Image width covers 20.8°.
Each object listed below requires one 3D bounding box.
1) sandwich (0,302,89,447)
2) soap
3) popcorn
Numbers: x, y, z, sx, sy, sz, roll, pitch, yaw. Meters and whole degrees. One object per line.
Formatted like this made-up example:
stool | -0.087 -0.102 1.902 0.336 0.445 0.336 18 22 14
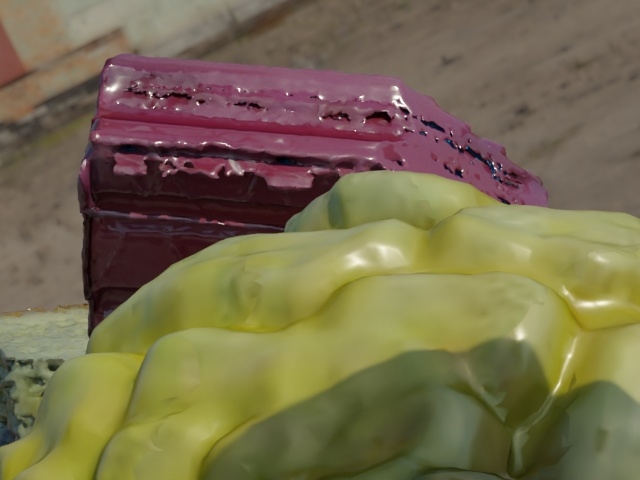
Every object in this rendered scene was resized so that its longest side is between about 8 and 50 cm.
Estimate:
sandwich | -0.104 0.121 1.295 0.262 0.131 0.325 9 10 39
soap | 0.000 0.000 0.934 0.250 0.162 0.099 6 40 0
popcorn | 0.022 0.111 0.516 0.293 0.293 0.237 -23 35 20
